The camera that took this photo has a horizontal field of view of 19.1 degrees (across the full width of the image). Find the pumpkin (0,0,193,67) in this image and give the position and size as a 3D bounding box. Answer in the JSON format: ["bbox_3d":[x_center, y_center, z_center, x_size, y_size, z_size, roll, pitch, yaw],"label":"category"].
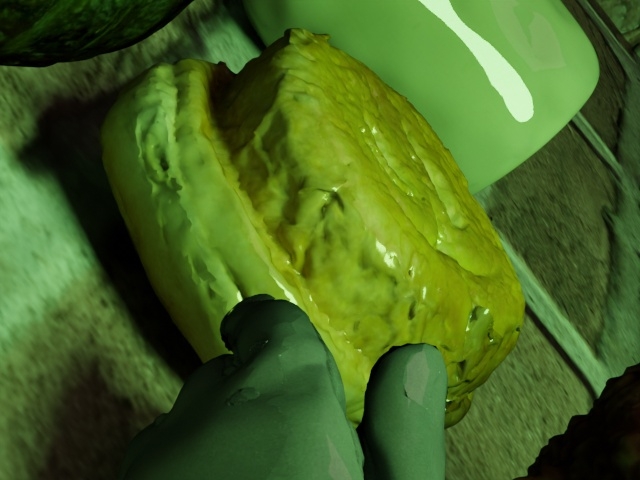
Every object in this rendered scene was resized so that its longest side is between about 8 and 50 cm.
[{"bbox_3d":[-0.149,-0.169,0.783,0.238,0.159,0.238,24,29,-14],"label":"pumpkin"}]

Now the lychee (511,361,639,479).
[{"bbox_3d":[0.183,0.170,0.836,0.271,0.236,0.236,23,29,-22],"label":"lychee"}]

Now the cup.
[{"bbox_3d":[0.066,-0.158,1.282,0.202,0.173,0.255,51,18,-12],"label":"cup"}]

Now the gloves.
[{"bbox_3d":[-0.013,0.115,0.651,0.285,0.142,0.119,-100,176,-57],"label":"gloves"}]

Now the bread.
[{"bbox_3d":[0.001,0.002,0.900,0.236,0.120,0.198,17,41,-61],"label":"bread"}]
